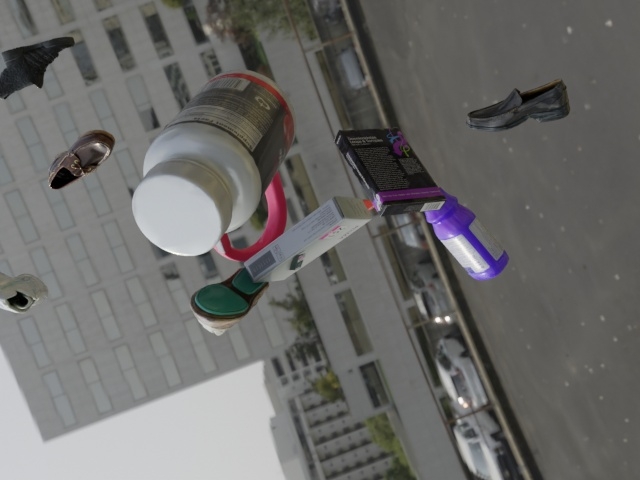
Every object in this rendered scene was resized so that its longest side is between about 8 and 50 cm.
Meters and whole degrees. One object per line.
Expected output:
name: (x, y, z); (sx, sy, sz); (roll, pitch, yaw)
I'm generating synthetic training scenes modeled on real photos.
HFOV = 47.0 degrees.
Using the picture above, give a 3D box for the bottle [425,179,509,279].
bottle: (0.348, -0.026, 1.846); (0.283, 0.092, 0.118); (48, 157, -11)

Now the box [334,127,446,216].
box: (0.104, -0.108, 1.120); (0.162, 0.116, 0.029); (63, 144, 30)

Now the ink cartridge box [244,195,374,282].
ink cartridge box: (0.000, 0.000, 1.648); (0.239, 0.275, 0.060); (0, -121, -58)

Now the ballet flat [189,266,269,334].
ballet flat: (-0.197, 0.142, 1.572); (0.107, 0.106, 0.316); (35, -160, 11)

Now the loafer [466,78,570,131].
loafer: (0.324, -0.226, 1.223); (0.062, 0.170, 0.061); (-93, -12, -55)

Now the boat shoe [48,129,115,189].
boat shoe: (-0.508, -0.165, 1.561); (0.073, 0.207, 0.073); (33, -130, -33)

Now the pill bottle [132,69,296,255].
pill bottle: (-0.156, -0.119, 1.105); (0.318, 0.176, 0.176); (-68, -36, -53)

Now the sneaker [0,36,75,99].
sneaker: (-0.560, -0.342, 1.455); (0.051, 0.170, 0.089); (-136, 30, -72)

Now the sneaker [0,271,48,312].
sneaker: (-0.409, 0.077, 0.999); (0.061, 0.054, 0.152); (30, 178, 11)

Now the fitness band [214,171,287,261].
fitness band: (-0.172, -0.089, 1.611); (0.054, 0.209, 0.291); (15, 129, 42)
